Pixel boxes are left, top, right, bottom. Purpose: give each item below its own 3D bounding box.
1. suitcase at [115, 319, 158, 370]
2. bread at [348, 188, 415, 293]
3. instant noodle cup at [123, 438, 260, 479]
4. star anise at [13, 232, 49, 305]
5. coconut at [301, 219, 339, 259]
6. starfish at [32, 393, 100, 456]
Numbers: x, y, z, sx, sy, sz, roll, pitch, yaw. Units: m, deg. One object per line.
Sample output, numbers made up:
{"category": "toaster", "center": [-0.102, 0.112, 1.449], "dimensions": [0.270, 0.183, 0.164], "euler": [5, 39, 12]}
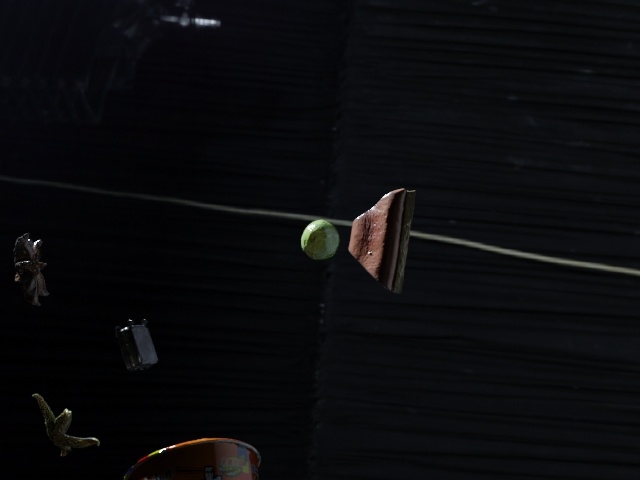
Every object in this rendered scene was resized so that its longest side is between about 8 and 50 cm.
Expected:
{"category": "suitcase", "center": [-0.477, 0.274, 1.709], "dimensions": [0.126, 0.059, 0.086], "euler": [67, -163, 12]}
{"category": "bread", "center": [0.116, -0.003, 1.233], "dimensions": [0.067, 0.119, 0.192], "euler": [20, -101, -47]}
{"category": "instant noodle cup", "center": [-0.210, 0.491, 1.142], "dimensions": [0.250, 0.250, 0.192], "euler": [98, 161, -47]}
{"category": "star anise", "center": [-0.532, 0.054, 1.202], "dimensions": [0.141, 0.042, 0.141], "euler": [170, 90, -80]}
{"category": "coconut", "center": [0.000, 0.000, 1.429], "dimensions": [0.096, 0.087, 0.088], "euler": [-28, -56, -73]}
{"category": "starfish", "center": [-0.596, 0.418, 1.491], "dimensions": [0.208, 0.176, 0.053], "euler": [-30, 6, 43]}
